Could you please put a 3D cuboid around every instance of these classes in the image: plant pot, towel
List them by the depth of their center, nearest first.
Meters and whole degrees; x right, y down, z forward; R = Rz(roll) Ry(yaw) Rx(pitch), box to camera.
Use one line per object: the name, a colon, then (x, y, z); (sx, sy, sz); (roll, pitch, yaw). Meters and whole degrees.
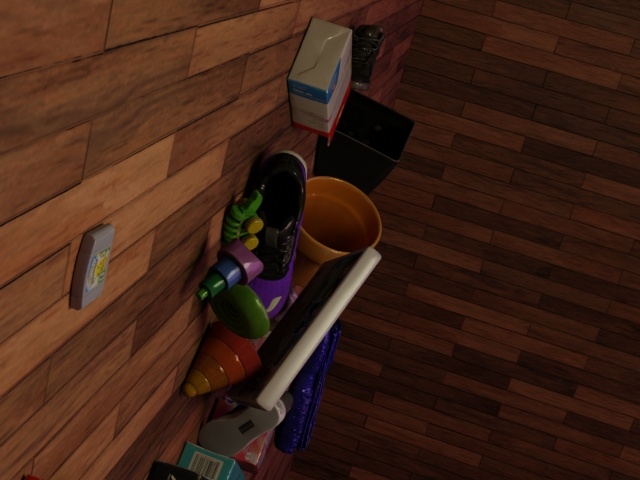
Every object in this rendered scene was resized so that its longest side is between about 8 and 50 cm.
plant pot: (0.000, 0.000, 2.046); (0.188, 0.205, 0.205); (-58, -175, 46)
towel: (-0.025, 0.303, 2.149); (0.228, 0.076, 0.308); (-89, -163, -79)
plant pot: (0.084, -0.211, 2.225); (0.167, 0.188, 0.187); (-61, -178, 39)

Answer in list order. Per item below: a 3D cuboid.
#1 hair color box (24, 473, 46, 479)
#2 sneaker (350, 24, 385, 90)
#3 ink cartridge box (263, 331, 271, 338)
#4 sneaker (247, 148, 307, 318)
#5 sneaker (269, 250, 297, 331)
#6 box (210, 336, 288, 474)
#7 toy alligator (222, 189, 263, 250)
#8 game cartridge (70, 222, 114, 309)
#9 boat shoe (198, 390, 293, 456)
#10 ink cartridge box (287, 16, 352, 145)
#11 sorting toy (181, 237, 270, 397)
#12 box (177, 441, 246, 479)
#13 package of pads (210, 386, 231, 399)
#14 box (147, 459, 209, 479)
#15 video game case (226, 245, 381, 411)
hair color box: (-0.301, 0.328, 1.038); (0.167, 0.053, 0.093); (95, 15, -57)
sneaker: (0.081, -0.396, 2.070); (0.227, 0.087, 0.130); (-64, 168, -66)
ink cartridge box: (-0.106, 0.262, 2.227); (0.208, 0.086, 0.153); (100, 11, -52)
sneaker: (-0.086, -0.004, 1.595); (0.146, 0.102, 0.294); (-114, -147, -80)
sneaker: (-0.110, 0.110, 1.868); (0.262, 0.099, 0.121); (88, 27, -49)
box: (-0.142, 0.335, 1.980); (0.128, 0.122, 0.257); (94, 15, -68)
toy alligator: (-0.134, -0.006, 1.538); (0.051, 0.056, 0.190); (-12, 142, -29)
game cartridge: (-0.233, 0.028, 0.978); (0.056, 0.017, 0.083); (-42, 149, -69)
boat shoe: (-0.138, 0.342, 1.828); (0.228, 0.080, 0.076); (-38, 175, 34)
ink cartridge box: (0.002, -0.283, 1.754); (0.231, 0.078, 0.134); (87, 22, -70)
sorting toy: (-0.167, 0.146, 1.515); (0.126, 0.127, 0.366); (-40, 158, -31)
box: (-0.209, 0.451, 1.855); (0.244, 0.100, 0.060); (88, 23, -69)
package of pads: (-0.184, 0.265, 1.858); (0.050, 0.032, 0.083); (88, 21, -73)
box: (-0.273, 0.598, 1.624); (0.318, 0.097, 0.395); (76, 32, -65)
video game case: (-0.037, 0.161, 1.734); (0.329, 0.036, 0.300); (-53, -172, -14)
